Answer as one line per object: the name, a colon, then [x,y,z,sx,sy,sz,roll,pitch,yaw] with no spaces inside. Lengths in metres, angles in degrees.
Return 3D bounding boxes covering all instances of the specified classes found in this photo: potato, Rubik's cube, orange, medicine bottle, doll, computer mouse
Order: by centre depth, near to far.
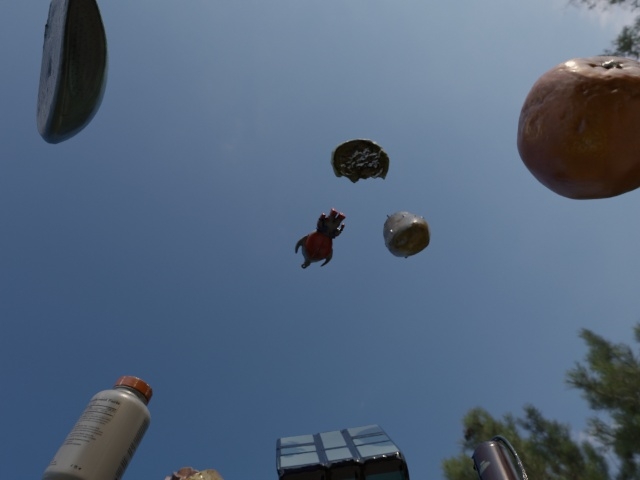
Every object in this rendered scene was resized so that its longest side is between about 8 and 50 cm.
orange: [0.480,-0.194,0.913,0.261,0.261,0.260,-5,-79,-31]
computer mouse: [-0.532,-0.391,1.141,0.122,0.188,0.370,2,-81,-43]
Rubik's cube: [0.048,0.602,1.186,0.284,0.293,0.288,-4,-95,-8]
medicine bottle: [-0.509,0.467,1.247,0.157,0.157,0.288,54,-148,-26]
doll: [-0.001,-0.001,1.463,0.104,0.062,0.194,21,-72,-38]
potato: [0.245,-0.014,1.480,0.137,0.176,0.137,-1,-68,-3]

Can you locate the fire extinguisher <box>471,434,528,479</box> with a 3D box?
fire extinguisher: [0.200,0.266,0.578,0.043,0.158,0.064,28,-77,-3]

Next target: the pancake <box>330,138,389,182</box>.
pancake: [0.086,-0.178,1.153,0.130,0.022,0.116,-7,-114,-7]

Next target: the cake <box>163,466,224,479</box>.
cake: [-0.309,0.622,1.217,0.185,0.178,0.207,-7,-69,-45]
